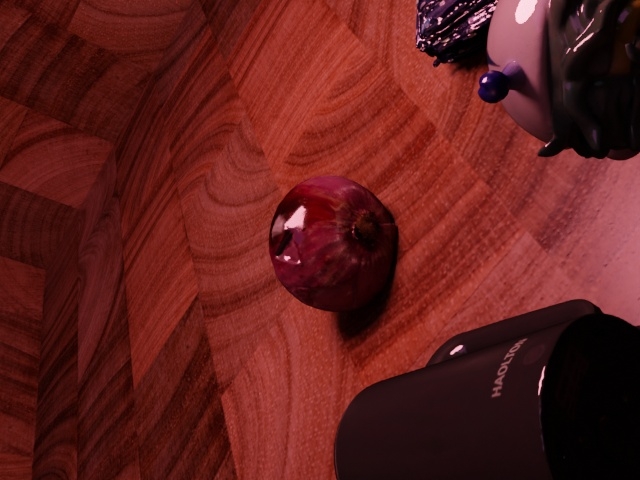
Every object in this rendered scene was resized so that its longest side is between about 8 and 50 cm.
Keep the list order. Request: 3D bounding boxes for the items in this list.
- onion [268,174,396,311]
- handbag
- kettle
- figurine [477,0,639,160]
[{"bbox_3d":[0.008,-0.002,1.105,0.201,0.201,0.207,18,80,60],"label":"onion"},{"bbox_3d":[0.240,-0.359,1.034,0.260,0.113,0.161,-20,60,42],"label":"handbag"},{"bbox_3d":[0.169,0.174,0.712,0.308,0.203,0.262,-28,50,52],"label":"kettle"},{"bbox_3d":[0.281,-0.210,0.694,0.186,0.261,0.382,-12,24,39],"label":"figurine"}]
